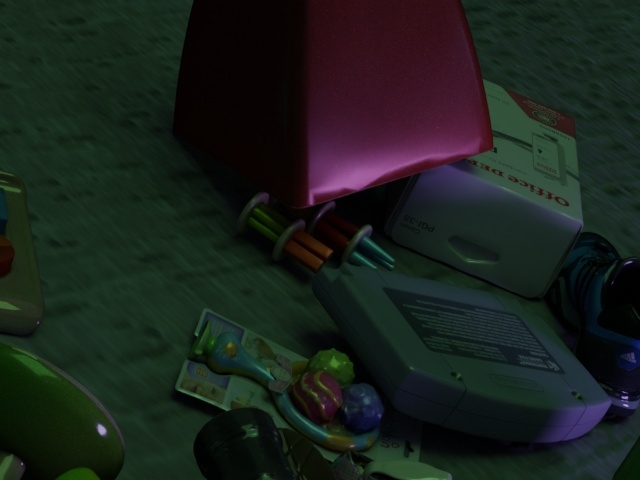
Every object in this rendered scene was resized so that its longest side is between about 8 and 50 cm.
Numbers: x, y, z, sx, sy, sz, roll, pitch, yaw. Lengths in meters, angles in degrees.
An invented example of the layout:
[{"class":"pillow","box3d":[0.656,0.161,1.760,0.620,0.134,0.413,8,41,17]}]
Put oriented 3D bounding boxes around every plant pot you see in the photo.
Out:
[{"class":"plant pot","box3d":[0.009,-0.216,1.763,0.267,0.235,0.267,-17,31,-29]}]

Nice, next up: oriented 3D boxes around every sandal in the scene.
[{"class":"sandal","box3d":[-0.006,0.237,1.350,0.072,0.049,0.180,-18,66,-45]}]

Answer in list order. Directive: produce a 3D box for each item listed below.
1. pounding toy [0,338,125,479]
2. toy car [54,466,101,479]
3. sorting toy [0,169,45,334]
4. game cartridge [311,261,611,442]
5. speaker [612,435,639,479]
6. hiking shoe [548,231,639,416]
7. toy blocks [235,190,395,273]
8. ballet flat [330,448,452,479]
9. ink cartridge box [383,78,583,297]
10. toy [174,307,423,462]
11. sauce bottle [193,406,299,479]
[{"class":"pounding toy","box3d":[-0.270,0.150,1.186,0.237,0.183,0.110,26,55,0]},{"class":"toy car","box3d":[-0.130,0.263,1.162,0.155,0.149,0.188,44,5,23]},{"class":"sorting toy","box3d":[-0.401,-0.025,1.457,0.307,0.041,0.229,13,32,-23]},{"class":"game cartridge","box3d":[0.147,0.116,1.616,0.297,0.062,0.198,13,33,-40]},{"class":"speaker","box3d":[0.356,0.179,1.466,0.131,0.296,0.131,20,30,-12]},{"class":"hiking shoe","box3d":[0.331,0.065,1.802,0.113,0.132,0.304,20,29,-11]},{"class":"toy blocks","box3d":[0.000,0.000,1.724,0.148,0.054,0.123,34,29,14]},{"class":"ballet flat","box3d":[0.106,0.235,1.400,0.221,0.079,0.077,21,28,-9]},{"class":"ink cartridge box","box3d":[0.196,-0.078,1.942,0.207,0.117,0.283,22,29,-7]},{"class":"toy","box3d":[-0.007,0.134,1.500,0.237,0.056,0.137,23,30,-5]},{"class":"sauce bottle","box3d":[-0.009,0.270,1.204,0.111,0.111,0.344,7,38,-31]}]
